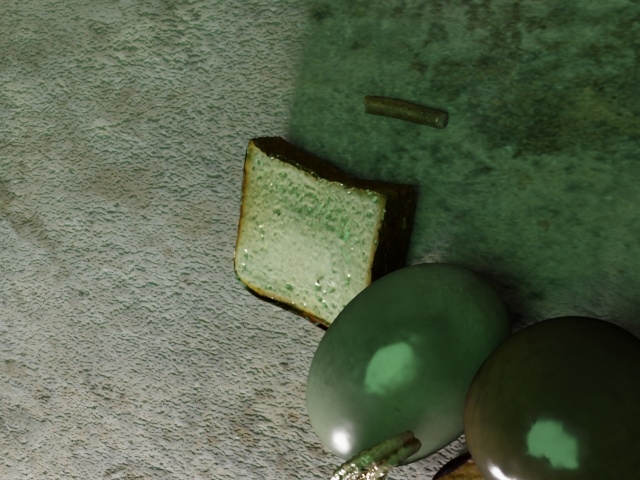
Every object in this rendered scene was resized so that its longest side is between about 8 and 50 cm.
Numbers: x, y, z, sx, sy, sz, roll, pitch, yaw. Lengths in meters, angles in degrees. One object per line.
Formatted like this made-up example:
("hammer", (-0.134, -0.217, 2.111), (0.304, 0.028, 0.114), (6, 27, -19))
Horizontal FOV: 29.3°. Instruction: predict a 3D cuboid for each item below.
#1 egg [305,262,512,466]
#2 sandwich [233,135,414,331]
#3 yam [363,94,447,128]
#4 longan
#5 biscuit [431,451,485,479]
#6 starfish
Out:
("egg", (0.127, 0.183, 1.785), (0.352, 0.258, 0.258), (-48, 68, 19))
("sandwich", (0.000, 0.000, 1.962), (0.301, 0.099, 0.271), (23, 117, 32))
("yam", (0.127, -0.198, 1.871), (0.145, 0.032, 0.032), (17, 108, 34))
("longan", (0.332, 0.250, 1.591), (0.318, 0.319, 0.319), (7, 102, 38))
("biscuit", (0.257, 0.406, 1.867), (0.228, 0.031, 0.176), (9, 104, 37))
("starfish", (0.103, 0.402, 1.794), (0.324, 0.432, 0.082), (-26, 48, 20))
